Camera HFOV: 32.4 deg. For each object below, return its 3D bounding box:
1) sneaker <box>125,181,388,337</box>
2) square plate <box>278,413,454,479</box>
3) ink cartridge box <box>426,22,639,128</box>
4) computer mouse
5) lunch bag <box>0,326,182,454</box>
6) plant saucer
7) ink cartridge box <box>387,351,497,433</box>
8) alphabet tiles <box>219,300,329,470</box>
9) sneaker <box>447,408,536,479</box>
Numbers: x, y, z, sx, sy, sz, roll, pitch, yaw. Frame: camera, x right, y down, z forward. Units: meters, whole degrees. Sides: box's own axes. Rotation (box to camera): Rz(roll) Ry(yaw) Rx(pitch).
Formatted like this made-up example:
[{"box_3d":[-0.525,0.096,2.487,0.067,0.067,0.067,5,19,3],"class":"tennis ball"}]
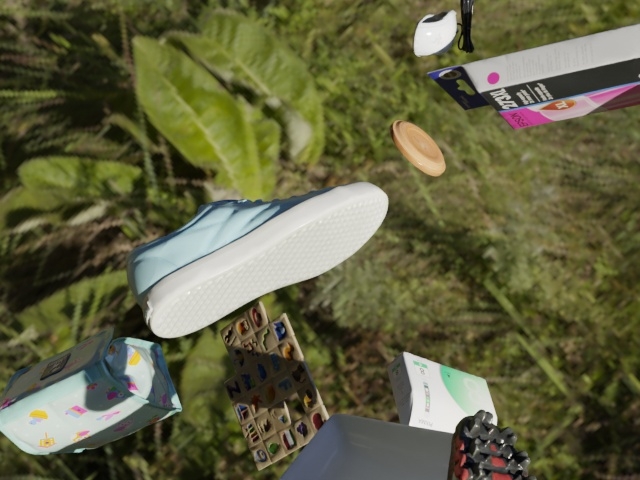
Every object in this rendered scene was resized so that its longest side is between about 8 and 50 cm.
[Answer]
[{"box_3d":[-0.090,-0.016,1.460,0.150,0.366,0.135,54,-24,31],"class":"sneaker"},{"box_3d":[0.039,0.382,1.447,0.344,0.347,0.049,-1,-50,50],"class":"square plate"},{"box_3d":[0.370,-0.248,1.728,0.176,0.371,0.069,27,60,-58],"class":"ink cartridge box"},{"box_3d":[0.214,-0.346,1.839,0.042,0.106,0.193,19,31,27],"class":"computer mouse"},{"box_3d":[-0.391,0.254,1.835,0.160,0.223,0.262,69,12,17],"class":"lunch bag"},{"box_3d":[0.116,-0.111,1.299,0.083,0.013,0.083,33,29,-21],"class":"plant saucer"},{"box_3d":[0.210,0.297,1.769,0.181,0.056,0.225,22,34,-28],"class":"ink cartridge box"},{"box_3d":[-0.086,0.228,1.776,0.009,0.198,0.237,-7,67,-45],"class":"alphabet tiles"},{"box_3d":[0.164,0.315,1.146,0.097,0.135,0.276,17,48,-28],"class":"sneaker"}]
